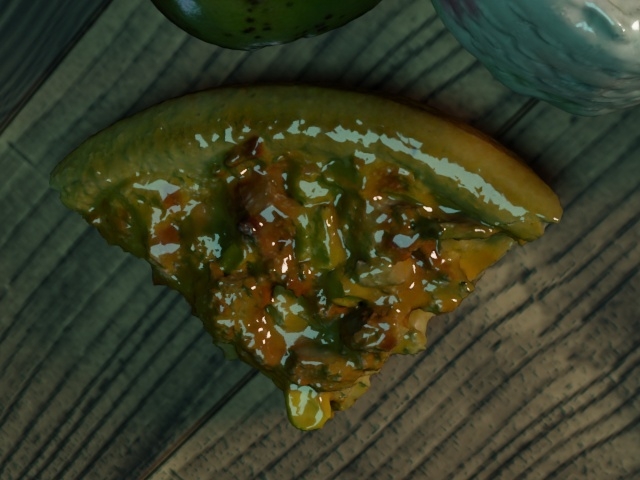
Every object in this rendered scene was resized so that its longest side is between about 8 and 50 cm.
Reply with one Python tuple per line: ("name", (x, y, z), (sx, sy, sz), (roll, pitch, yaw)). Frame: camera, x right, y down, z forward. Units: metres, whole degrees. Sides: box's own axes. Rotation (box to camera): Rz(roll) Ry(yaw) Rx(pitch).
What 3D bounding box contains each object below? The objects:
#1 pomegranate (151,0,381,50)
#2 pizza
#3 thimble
("pomegranate", (-0.036, -0.226, 1.149), (0.181, 0.181, 0.224), (-10, 90, 23))
("pizza", (-0.016, -0.030, 1.282), (0.268, 0.087, 0.258), (43, 117, -2))
("thimble", (0.152, -0.175, 1.069), (0.211, 0.185, 0.149), (25, 164, -13))
